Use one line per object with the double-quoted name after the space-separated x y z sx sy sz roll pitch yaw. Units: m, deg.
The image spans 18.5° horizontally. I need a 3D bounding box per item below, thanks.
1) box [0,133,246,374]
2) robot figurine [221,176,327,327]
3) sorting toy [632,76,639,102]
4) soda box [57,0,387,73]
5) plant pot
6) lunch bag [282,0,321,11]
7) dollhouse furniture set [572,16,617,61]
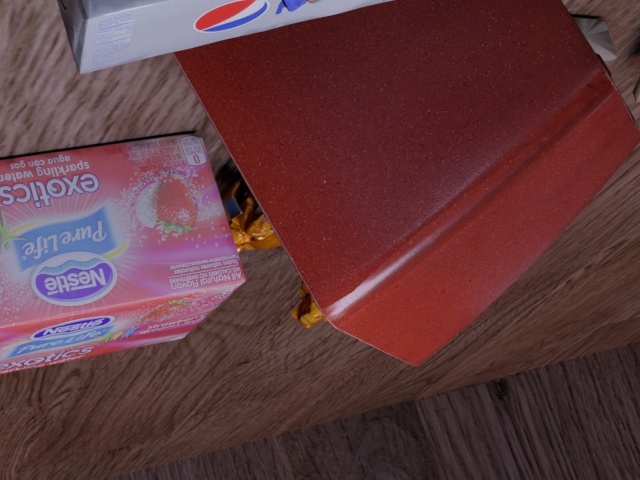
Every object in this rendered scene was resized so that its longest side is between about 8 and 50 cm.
-0.235 0.019 1.622 0.300 0.142 0.154 -10 163 -30 "box"
0.000 0.000 1.736 0.085 0.211 0.291 -50 -176 -14 "robot figurine"
0.350 -0.185 1.769 0.132 0.046 0.274 -17 166 -5 "sorting toy"
-0.020 -0.190 1.183 0.286 0.098 0.091 -14 168 -13 "soda box"
0.072 -0.097 1.370 0.236 0.267 0.267 -32 164 9 "plant pot"
0.058 -0.223 0.949 0.221 0.138 0.293 -18 152 3 "lunch bag"
0.158 -0.096 1.696 0.129 0.129 0.184 -3 160 -46 "dollhouse furniture set"
